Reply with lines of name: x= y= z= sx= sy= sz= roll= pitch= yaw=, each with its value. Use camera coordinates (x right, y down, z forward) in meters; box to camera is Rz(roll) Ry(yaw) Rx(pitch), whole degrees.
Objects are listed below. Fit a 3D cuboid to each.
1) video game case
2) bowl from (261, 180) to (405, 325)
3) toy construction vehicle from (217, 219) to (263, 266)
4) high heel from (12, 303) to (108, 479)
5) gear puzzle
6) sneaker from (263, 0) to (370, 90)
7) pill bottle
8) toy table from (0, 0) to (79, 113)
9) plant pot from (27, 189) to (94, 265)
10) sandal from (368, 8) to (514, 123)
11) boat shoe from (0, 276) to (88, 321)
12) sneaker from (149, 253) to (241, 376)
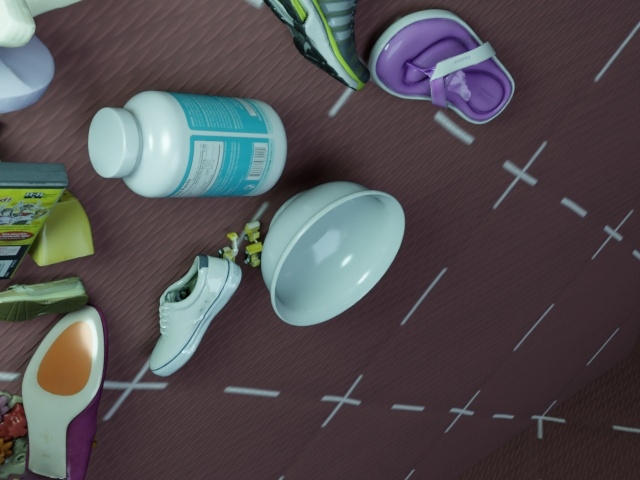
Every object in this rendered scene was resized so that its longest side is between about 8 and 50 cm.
video game case: x=-0.473 y=-0.016 z=1.035 sx=0.275 sy=0.035 sz=0.248 roll=-2 pitch=152 yaw=-38
bowl: x=0.000 y=0.000 z=1.567 sx=0.298 sy=0.134 sz=0.298 roll=-28 pitch=143 yaw=-23
toy construction vehicle: x=-0.134 y=0.016 z=1.531 sx=0.086 sy=0.035 sz=0.098 roll=-18 pitch=138 yaw=-34
high heel: x=-0.419 y=0.278 z=1.448 sx=0.181 sy=0.127 sz=0.377 roll=-16 pitch=128 yaw=-83
gear puzzle: x=-0.510 y=0.353 z=1.487 sx=0.175 sy=0.044 sz=0.339 roll=-47 pitch=146 yaw=4
sneaker: x=0.018 y=-0.327 z=1.263 sx=0.121 sy=0.111 sz=0.300 roll=-48 pitch=149 yaw=-3
pill bottle: x=-0.186 y=-0.133 z=1.216 sx=0.264 sy=0.146 sz=0.146 roll=-3 pitch=129 yaw=-45
toy table: x=-0.363 y=-0.240 z=0.850 sx=0.161 sy=0.252 sz=0.274 roll=-46 pitch=161 yaw=31
plant pot: x=-0.368 y=-0.026 z=1.203 sx=0.081 sy=0.081 sz=0.083 roll=-16 pitch=125 yaw=-36
sandal: x=0.248 y=-0.295 z=1.540 sx=0.416 sy=0.102 sz=0.169 roll=7 pitch=121 yaw=-49
boat shoe: x=-0.426 y=0.083 z=1.295 sx=0.153 sy=0.048 sz=0.056 roll=-8 pitch=145 yaw=-33
sneaker: x=-0.241 y=0.124 z=1.506 sx=0.091 sy=0.094 sz=0.258 roll=25 pitch=109 yaw=-28
